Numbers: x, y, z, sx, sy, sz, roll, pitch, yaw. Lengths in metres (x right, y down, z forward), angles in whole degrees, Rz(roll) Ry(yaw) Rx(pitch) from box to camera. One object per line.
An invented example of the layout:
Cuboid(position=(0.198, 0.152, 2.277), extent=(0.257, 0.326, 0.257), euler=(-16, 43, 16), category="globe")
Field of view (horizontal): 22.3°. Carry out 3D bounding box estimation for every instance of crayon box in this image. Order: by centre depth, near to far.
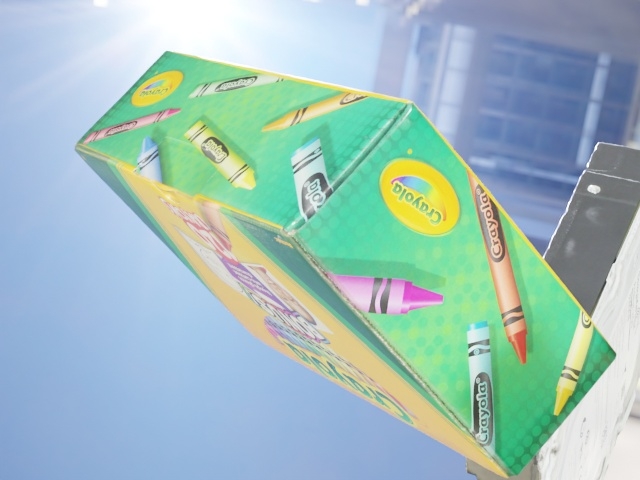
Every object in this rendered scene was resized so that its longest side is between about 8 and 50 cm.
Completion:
Cuboid(position=(0.000, 0.000, 0.804), extent=(0.165, 0.081, 0.278), euler=(48, 168, -26), category="crayon box")

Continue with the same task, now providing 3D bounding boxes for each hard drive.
Cuboid(position=(0.198, 0.113, 1.286), extent=(0.064, 0.237, 0.339), euler=(12, -137, 19), category="hard drive")
